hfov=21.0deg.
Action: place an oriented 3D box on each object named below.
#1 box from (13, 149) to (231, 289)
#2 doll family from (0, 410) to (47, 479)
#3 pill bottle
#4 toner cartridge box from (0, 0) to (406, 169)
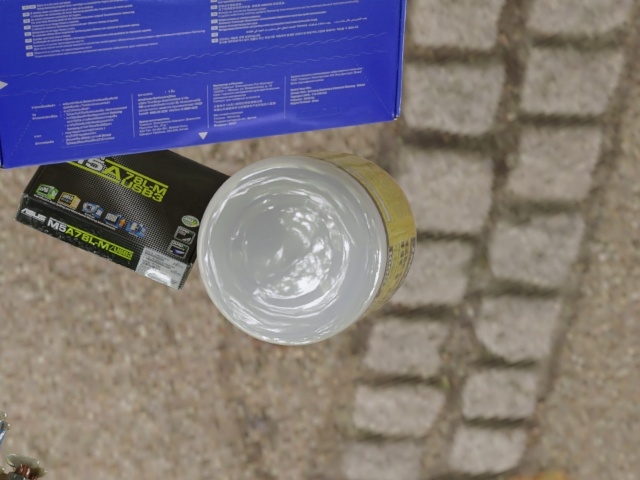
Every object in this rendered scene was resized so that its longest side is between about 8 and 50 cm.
[{"bbox_3d":[-0.206,-0.046,1.834,0.191,0.184,0.045,24,127,-3],"label":"box"},{"bbox_3d":[-0.209,0.172,1.031,0.076,0.111,0.193,9,155,15],"label":"doll family"},{"bbox_3d":[0.000,0.000,1.819,0.188,0.188,0.334,-29,178,12],"label":"pill bottle"},{"bbox_3d":[-0.106,-0.165,1.436,0.348,0.075,0.165,-8,127,-13],"label":"toner cartridge box"}]
